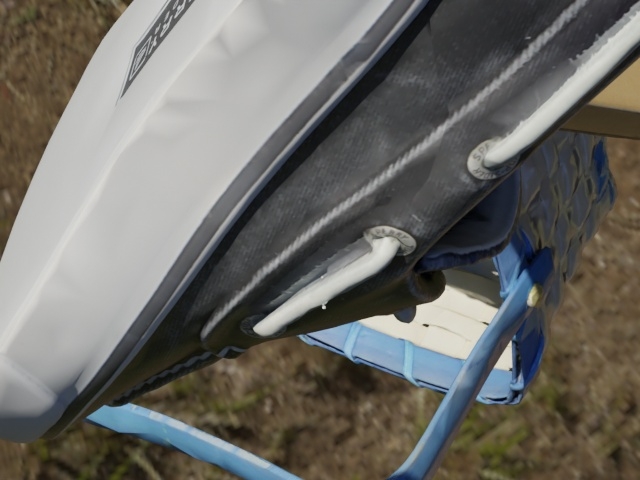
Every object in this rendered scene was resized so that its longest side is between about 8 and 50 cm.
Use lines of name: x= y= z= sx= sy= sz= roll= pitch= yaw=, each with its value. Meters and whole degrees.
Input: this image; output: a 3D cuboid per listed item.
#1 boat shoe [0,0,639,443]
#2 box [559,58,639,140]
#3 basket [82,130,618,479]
boat shoe: x=-0.001 y=-0.022 z=0.444 sx=0.102 sy=0.108 sz=0.301 roll=25 pitch=138 yaw=-16
box: x=0.074 y=-0.109 z=0.681 sx=0.021 sy=0.164 sz=0.201 roll=-40 pitch=156 yaw=31
basket: x=0.000 y=0.000 z=0.943 sx=0.289 sy=0.255 sz=0.201 roll=-55 pitch=144 yaw=-28
